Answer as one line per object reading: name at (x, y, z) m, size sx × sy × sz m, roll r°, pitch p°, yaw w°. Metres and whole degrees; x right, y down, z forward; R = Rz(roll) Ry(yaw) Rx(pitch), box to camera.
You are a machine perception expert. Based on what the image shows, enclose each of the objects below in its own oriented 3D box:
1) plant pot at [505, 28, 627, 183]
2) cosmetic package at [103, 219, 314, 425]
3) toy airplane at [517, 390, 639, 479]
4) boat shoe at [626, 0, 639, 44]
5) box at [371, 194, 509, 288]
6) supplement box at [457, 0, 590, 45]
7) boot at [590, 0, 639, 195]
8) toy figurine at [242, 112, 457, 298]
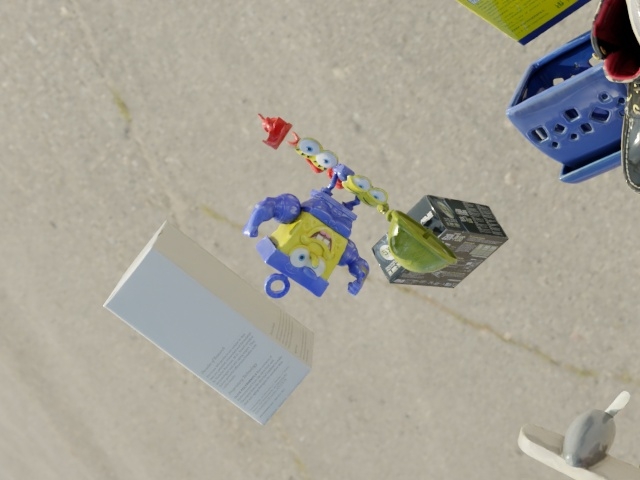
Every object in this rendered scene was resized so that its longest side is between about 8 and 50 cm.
plant pot at (0.518, -0.256, 1.941) m, size 0.236 × 0.236 × 0.212 m, roll -25°, pitch 110°, yaw 37°
cosmetic package at (-0.196, 0.146, 1.901) m, size 0.365 × 0.155 × 0.197 m, roll 38°, pitch -167°, yaw -7°
toy airplane at (0.503, 0.349, 1.387) m, size 0.386 × 0.272 × 0.384 m, roll 23°, pitch 179°, yaw -15°
boat shoe at (0.267, -0.271, 0.750) m, size 0.123 × 0.325 × 0.116 m, roll 5°, pitch 177°, yaw 12°
box at (0.202, 0.005, 1.738) m, size 0.147 × 0.180 × 0.078 m, roll -46°, pitch 56°, yaw 31°
supplement box at (0.327, -0.553, 1.901) m, size 0.356 × 0.195 × 0.194 m, roll 23°, pitch 139°, yaw -39°
boot at (0.512, -0.252, 1.595) m, size 0.138 × 0.284 × 0.378 m, roll 22°, pitch 105°, yaw 33°
toy figurine at (0.000, 0.000, 1.514) m, size 0.362 × 0.217 × 0.191 m, roll 35°, pitch 179°, yaw -29°
